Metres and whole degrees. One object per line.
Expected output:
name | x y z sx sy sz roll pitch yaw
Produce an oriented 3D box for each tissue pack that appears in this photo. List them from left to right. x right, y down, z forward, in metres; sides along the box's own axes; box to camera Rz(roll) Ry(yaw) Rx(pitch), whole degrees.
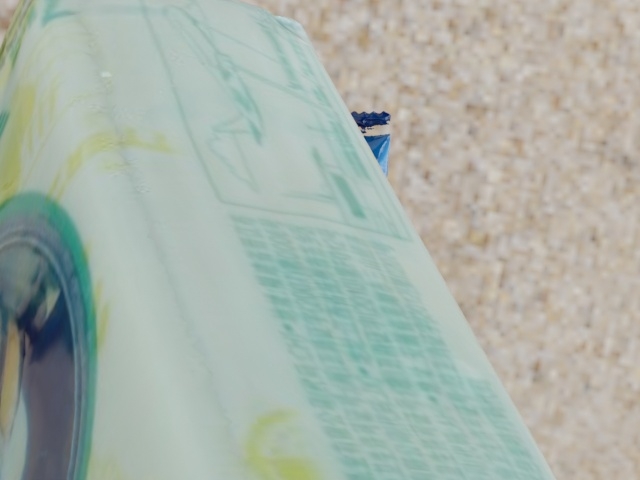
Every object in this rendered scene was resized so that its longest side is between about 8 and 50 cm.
tissue pack | -0.054 0.116 0.714 0.162 0.388 0.287 7 124 -26

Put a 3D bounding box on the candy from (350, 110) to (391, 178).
candy | 0.001 0.000 0.993 0.038 0.088 0.136 -8 97 -58
